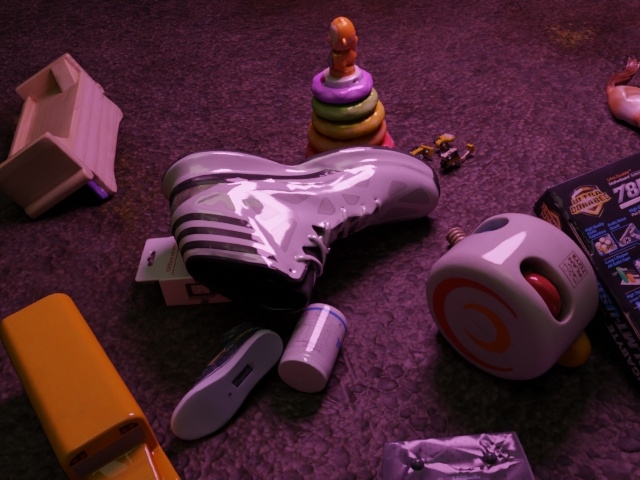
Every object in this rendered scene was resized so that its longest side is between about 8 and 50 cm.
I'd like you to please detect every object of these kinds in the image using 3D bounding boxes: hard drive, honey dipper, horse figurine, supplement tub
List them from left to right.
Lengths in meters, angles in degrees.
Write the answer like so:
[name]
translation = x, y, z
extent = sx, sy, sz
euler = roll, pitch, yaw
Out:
[supplement tub]
translation = -0.009, 0.145, 0.978
extent = 0.071, 0.071, 0.107
euler = 7, 44, 17
[hard drive]
translation = 0.156, 0.326, 0.753
extent = 0.172, 0.054, 0.254
euler = -6, 41, 3
[honey dipper]
translation = 0.243, 0.039, 1.093
extent = 0.031, 0.030, 0.160
euler = -19, 45, -13
[horse figurine]
translation = 0.617, -0.249, 1.336
extent = 0.175, 0.066, 0.263
euler = -13, 43, -15

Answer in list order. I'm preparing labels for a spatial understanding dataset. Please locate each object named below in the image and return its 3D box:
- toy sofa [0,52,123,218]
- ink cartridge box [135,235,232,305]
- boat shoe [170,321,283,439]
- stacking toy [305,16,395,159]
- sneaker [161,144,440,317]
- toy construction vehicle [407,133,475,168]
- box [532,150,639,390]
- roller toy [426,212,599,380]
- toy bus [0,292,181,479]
[toy sofa]
translation = -0.516, -0.200, 1.429
extent = 0.150, 0.177, 0.362
euler = -30, 39, 12
[ink cartridge box]
translation = -0.189, 0.044, 1.132
extent = 0.180, 0.060, 0.104
euler = -4, 41, 4
[boat shoe]
translation = -0.133, 0.187, 0.966
extent = 0.183, 0.065, 0.083
euler = -43, 23, -18
[stacking toy]
translation = 0.044, -0.239, 1.236
extent = 0.166, 0.301, 0.175
euler = -10, 41, -2
[sneaker]
translation = -0.001, 0.001, 1.080
extent = 0.448, 0.169, 0.257
euler = -3, 54, -19
[toy construction vehicle]
translation = 0.225, -0.161, 1.327
extent = 0.098, 0.035, 0.086
euler = -32, 35, -28
[box]
translation = 0.484, 0.015, 0.951
extent = 0.296, 0.073, 0.293
euler = -21, 69, -13
[roller toy]
translation = 0.251, 0.069, 0.928
extent = 0.209, 0.191, 0.146
euler = 29, 52, 35
[toy bus]
translation = -0.290, 0.214, 0.898
extent = 0.108, 0.130, 0.333
euler = -29, 44, -22
